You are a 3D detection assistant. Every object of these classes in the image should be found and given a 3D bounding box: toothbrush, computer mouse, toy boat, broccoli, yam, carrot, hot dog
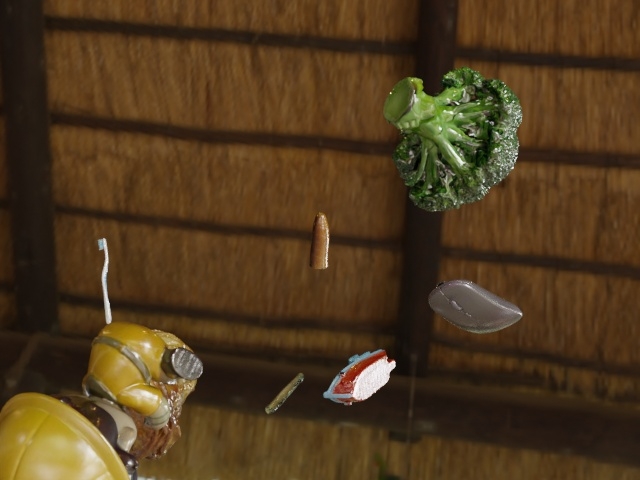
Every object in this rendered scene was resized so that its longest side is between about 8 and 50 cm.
[{"bbox_3d":[-0.396,0.075,1.932,0.017,0.162,0.014,-11,-13,9],"label":"toothbrush"},{"bbox_3d":[0.337,0.149,2.261,0.232,0.057,0.120,28,-45,-35],"label":"computer mouse"},{"bbox_3d":[0.066,0.244,1.861,0.059,0.173,0.069,6,-69,34],"label":"toy boat"},{"bbox_3d":[0.237,-0.204,2.041,0.297,0.297,0.297,22,-33,-34],"label":"broccoli"},{"bbox_3d":[-0.048,0.211,1.444,0.014,0.107,0.014,10,-66,23],"label":"yam"},{"bbox_3d":[0.000,0.000,2.456,0.048,0.048,0.139,6,-64,4],"label":"carrot"},{"bbox_3d":[-0.269,0.260,1.743,0.114,0.175,0.259,19,-37,-1],"label":"hot dog"}]

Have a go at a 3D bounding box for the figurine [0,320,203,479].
[{"bbox_3d":[-0.257,0.207,1.144,0.192,0.257,0.167,-3,-36,43],"label":"figurine"}]
